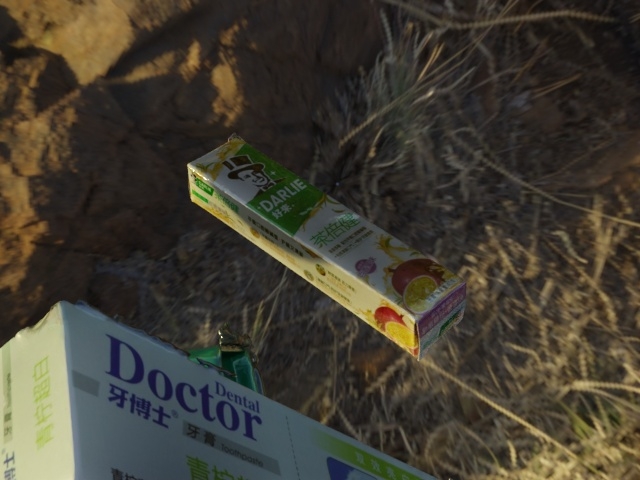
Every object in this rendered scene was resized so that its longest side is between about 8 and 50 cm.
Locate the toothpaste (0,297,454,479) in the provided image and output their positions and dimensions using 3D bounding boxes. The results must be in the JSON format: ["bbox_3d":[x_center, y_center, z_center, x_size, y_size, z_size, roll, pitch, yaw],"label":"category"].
[{"bbox_3d":[0.005,0.130,0.542,0.067,0.081,0.336,-38,134,23],"label":"toothpaste"}]

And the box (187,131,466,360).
[{"bbox_3d":[0.000,0.000,0.827,0.207,0.041,0.050,34,54,29],"label":"box"}]

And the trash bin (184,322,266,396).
[{"bbox_3d":[-0.228,0.219,1.122,0.381,0.295,0.259,-11,84,4],"label":"trash bin"}]
